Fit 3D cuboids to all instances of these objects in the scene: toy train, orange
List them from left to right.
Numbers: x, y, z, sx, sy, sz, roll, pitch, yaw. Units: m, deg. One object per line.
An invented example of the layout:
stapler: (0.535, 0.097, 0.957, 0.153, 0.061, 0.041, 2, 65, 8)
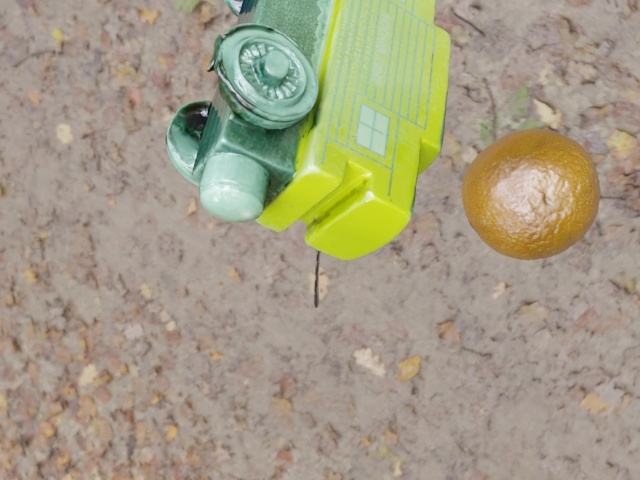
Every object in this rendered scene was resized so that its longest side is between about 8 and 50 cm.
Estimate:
toy train: (0.006, -0.189, 0.797, 0.179, 0.273, 0.441, -37, 36, 52)
orange: (0.510, -0.117, 1.794, 0.322, 0.357, 0.321, -1, 103, -3)

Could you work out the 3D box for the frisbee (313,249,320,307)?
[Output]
frisbee: (0.000, 0.000, 1.281, 0.012, 0.187, 0.210, 4, 99, -1)
